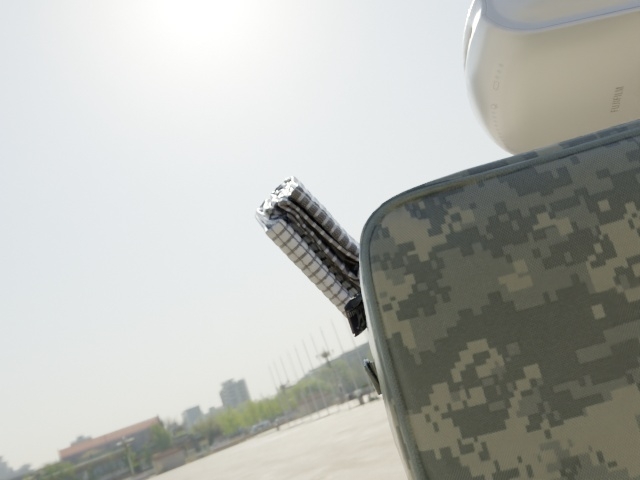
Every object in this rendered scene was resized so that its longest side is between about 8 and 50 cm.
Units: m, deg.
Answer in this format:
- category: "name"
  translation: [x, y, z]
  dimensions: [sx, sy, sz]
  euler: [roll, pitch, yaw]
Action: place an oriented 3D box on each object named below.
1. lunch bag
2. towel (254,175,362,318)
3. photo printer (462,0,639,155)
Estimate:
- category: "lunch bag"
  translation: [0.174, 0.057, 0.428]
  dimensions: [0.304, 0.213, 0.256]
  euler: [-17, -13, 3]
- category: "towel"
  translation: [0.000, 0.000, 1.089]
  dimensions: [0.121, 0.235, 0.283]
  euler: [-44, 12, -1]
- category: "photo printer"
  translation: [0.299, -0.188, 0.607]
  dimensions: [0.307, 0.107, 0.256]
  euler: [-8, -22, 16]
